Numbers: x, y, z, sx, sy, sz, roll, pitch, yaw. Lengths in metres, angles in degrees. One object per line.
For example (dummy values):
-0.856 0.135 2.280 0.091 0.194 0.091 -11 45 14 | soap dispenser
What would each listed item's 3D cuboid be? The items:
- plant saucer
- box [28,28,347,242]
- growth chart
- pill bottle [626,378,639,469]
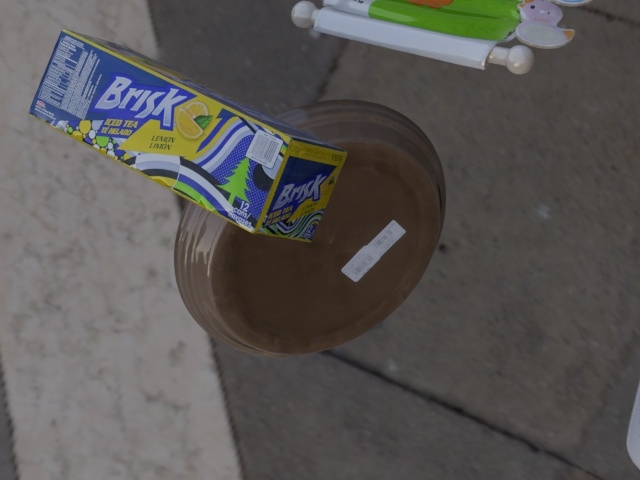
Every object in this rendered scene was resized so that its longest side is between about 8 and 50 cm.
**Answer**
0.000 0.000 1.336 0.278 0.278 0.041 -46 41 6 | plant saucer
-0.072 -0.057 0.768 0.169 0.059 0.054 28 101 30 | box
0.088 -0.173 0.880 0.172 0.021 0.237 9 40 19 | growth chart
0.300 0.097 0.976 0.160 0.160 0.283 15 94 28 | pill bottle
